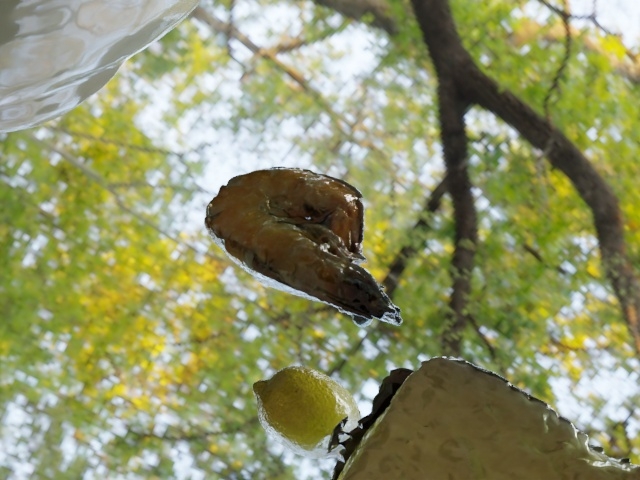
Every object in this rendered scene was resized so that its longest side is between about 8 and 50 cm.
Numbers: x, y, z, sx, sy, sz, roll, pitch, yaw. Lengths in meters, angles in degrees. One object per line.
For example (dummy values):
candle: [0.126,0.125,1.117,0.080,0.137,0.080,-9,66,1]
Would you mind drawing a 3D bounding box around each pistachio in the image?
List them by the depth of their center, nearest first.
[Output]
pistachio: [-0.249,-0.228,1.039,0.365,0.445,0.281,-7,-81,10]

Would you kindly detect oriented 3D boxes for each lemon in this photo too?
lemon: [-0.014,0.161,1.280,0.082,0.111,0.082,-57,179,-1]

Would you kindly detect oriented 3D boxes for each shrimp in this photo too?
shrimp: [0.000,0.000,1.492,0.164,0.062,0.317,-39,-132,-19]

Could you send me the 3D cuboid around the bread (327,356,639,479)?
bread: [0.117,0.264,0.867,0.346,0.405,0.242,28,-108,5]
